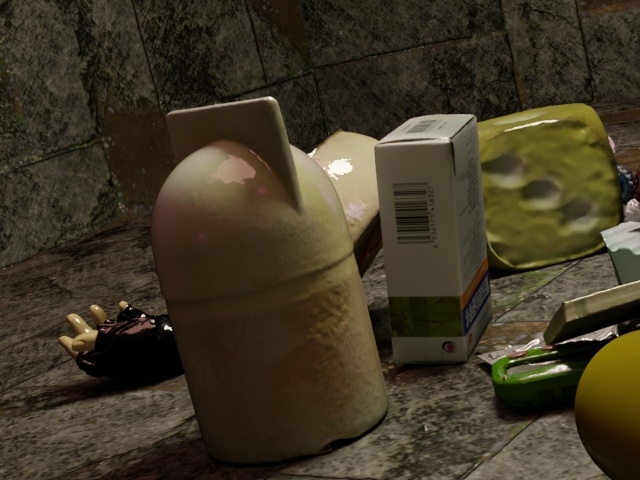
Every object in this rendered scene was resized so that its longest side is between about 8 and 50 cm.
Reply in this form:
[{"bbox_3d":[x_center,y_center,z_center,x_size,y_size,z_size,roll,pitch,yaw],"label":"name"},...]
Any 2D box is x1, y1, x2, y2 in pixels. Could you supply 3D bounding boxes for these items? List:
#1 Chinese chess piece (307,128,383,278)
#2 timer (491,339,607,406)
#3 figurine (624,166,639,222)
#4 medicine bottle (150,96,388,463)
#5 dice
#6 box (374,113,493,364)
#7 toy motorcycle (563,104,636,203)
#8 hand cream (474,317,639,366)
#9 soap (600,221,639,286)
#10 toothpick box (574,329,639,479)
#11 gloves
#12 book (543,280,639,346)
[{"bbox_3d":[0.000,0.000,1.897,0.140,0.338,0.338,33,22,8],"label":"Chinese chess piece"},{"bbox_3d":[0.266,0.152,1.492,0.140,0.047,0.128,-12,8,8],"label":"timer"},{"bbox_3d":[0.486,-0.080,1.723,0.175,0.115,0.240,-10,13,12],"label":"figurine"},{"bbox_3d":[-0.074,0.035,1.547,0.236,0.406,0.236,-13,10,2],"label":"medicine bottle"},{"bbox_3d":[0.352,-0.091,2.141,0.238,0.233,0.227,-13,10,0],"label":"dice"},{"bbox_3d":[0.156,-0.007,1.752,0.106,0.299,0.200,-1,14,18],"label":"box"},{"bbox_3d":[0.476,-0.162,2.434,0.239,0.204,0.108,-8,23,43],"label":"toy motorcycle"},{"bbox_3d":[0.324,0.110,1.638,0.257,0.050,0.084,-23,11,-4],"label":"hand cream"},{"bbox_3d":[0.517,0.009,1.790,0.289,0.095,0.173,-20,13,-27],"label":"soap"},{"bbox_3d":[0.323,0.158,1.068,0.175,0.175,0.271,-16,8,-13],"label":"toothpick box"},{"bbox_3d":[-0.299,0.153,1.981,0.203,0.124,0.164,-10,-5,18],"label":"gloves"},{"bbox_3d":[0.400,0.059,1.496,0.283,0.025,0.215,-18,-14,1],"label":"book"}]
